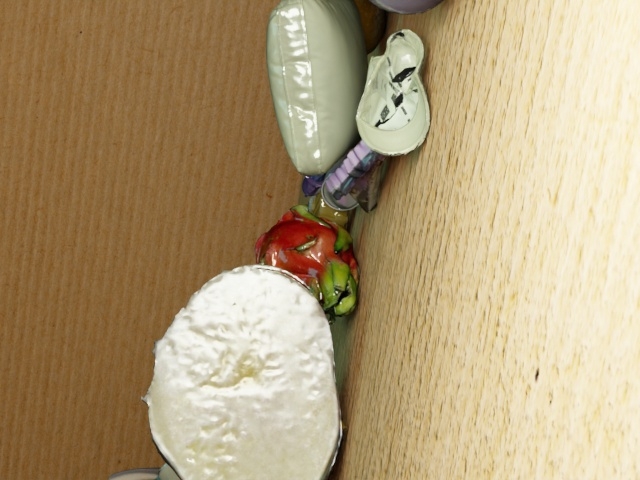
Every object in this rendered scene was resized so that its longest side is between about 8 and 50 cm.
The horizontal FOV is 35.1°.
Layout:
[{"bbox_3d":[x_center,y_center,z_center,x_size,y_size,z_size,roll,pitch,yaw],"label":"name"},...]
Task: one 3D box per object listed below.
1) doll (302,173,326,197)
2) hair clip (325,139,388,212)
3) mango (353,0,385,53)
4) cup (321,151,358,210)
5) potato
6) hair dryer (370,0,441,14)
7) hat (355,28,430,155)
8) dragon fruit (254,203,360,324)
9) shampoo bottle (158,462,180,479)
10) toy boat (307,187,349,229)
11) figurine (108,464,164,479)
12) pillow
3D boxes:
[{"bbox_3d":[0.000,-0.178,2.498,0.206,0.067,0.110,-62,3,43],"label":"doll"},{"bbox_3d":[0.069,-0.105,1.444,0.106,0.084,0.292,-40,-5,-17],"label":"hair clip"},{"bbox_3d":[0.043,-0.423,1.807,0.316,0.146,0.192,-70,-36,-68],"label":"mango"},{"bbox_3d":[0.051,-0.119,1.787,0.104,0.074,0.116,-52,13,26],"label":"cup"},{"bbox_3d":[-0.114,0.258,1.594,0.296,0.290,0.397,106,150,-81],"label":"potato"},{"bbox_3d":[0.143,-0.432,1.106,0.301,0.121,0.361,-157,81,-76],"label":"hair dryer"},{"bbox_3d":[0.104,-0.174,1.269,0.122,0.081,0.166,-38,41,19],"label":"hat"},{"bbox_3d":[-0.022,0.068,1.677,0.269,0.198,0.200,-109,36,-50],"label":"dragon fruit"},{"bbox_3d":[-0.145,0.482,1.670,0.071,0.153,0.284,-51,58,27],"label":"shampoo bottle"},{"bbox_3d":[0.000,0.000,1.973,0.310,0.089,0.115,104,176,-48],"label":"toy boat"},{"bbox_3d":[-0.205,0.432,1.918,0.361,0.378,0.266,-88,8,-45],"label":"figurine"},{"bbox_3d":[0.004,-0.242,1.485,0.322,0.120,0.255,-55,-42,-71],"label":"pillow"}]
